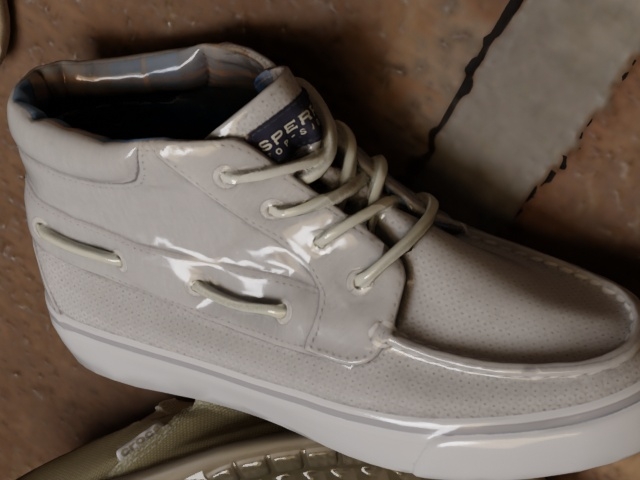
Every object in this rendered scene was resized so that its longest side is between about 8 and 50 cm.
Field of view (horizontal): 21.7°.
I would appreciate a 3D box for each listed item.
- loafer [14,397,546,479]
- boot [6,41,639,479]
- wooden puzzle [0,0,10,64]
[{"bbox_3d":[-0.039,0.107,0.688,0.268,0.092,0.102,-12,117,15],"label":"loafer"},{"bbox_3d":[0.000,0.000,0.588,0.258,0.095,0.123,7,130,25],"label":"boot"},{"bbox_3d":[-0.229,-0.179,0.626,0.221,0.044,0.238,14,125,20],"label":"wooden puzzle"}]
